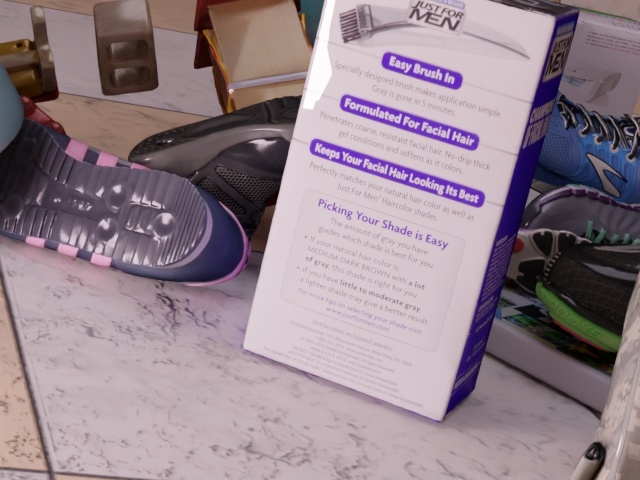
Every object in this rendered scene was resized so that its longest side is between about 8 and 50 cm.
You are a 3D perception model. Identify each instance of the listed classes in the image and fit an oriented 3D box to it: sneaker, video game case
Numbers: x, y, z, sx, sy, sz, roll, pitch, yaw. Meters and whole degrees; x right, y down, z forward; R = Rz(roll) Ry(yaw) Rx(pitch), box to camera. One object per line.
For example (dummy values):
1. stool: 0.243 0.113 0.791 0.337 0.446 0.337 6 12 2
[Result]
1. sneaker: 0.424 -0.005 1.492 0.483 0.202 0.185 -9 24 -10
2. sneaker: -0.205 -0.026 1.487 0.319 0.112 0.131 23 -5 32
3. sneaker: 0.305 -0.002 1.685 0.223 0.083 0.098 2 26 -38
4. video game case: 0.256 0.081 1.584 0.329 0.036 0.300 28 22 36
5. sneaker: 0.196 0.009 1.588 0.170 0.068 0.071 15 12 3
6. sneaker: 0.306 -0.107 1.790 0.330 0.147 0.130 38 38 -31
7. sneaker: -0.055 -0.059 1.543 0.227 0.130 0.087 -17 25 3

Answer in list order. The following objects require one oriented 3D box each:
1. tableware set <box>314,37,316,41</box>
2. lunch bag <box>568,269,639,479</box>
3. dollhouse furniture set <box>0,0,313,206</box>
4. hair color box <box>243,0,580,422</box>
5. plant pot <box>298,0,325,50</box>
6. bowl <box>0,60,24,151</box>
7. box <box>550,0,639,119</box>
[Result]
1. tableware set: 0.057 -0.158 1.703 0.104 0.024 0.154 -10 56 -15
2. lunch bag: 0.347 0.140 1.180 0.305 0.212 0.256 14 34 10
3. dollhouse furniture set: -0.175 -0.131 1.666 0.374 0.152 0.201 -11 65 -9
4. hair color box: 0.071 -0.047 1.320 0.185 0.339 0.110 19 18 17
5. plant pot: 0.070 -0.164 1.860 0.271 0.272 0.255 5 34 -28
6. bowl: -0.428 -0.164 1.430 0.311 0.163 0.311 -4 29 2
7. box: 0.277 -0.202 2.157 0.262 0.231 0.127 10 18 -12
